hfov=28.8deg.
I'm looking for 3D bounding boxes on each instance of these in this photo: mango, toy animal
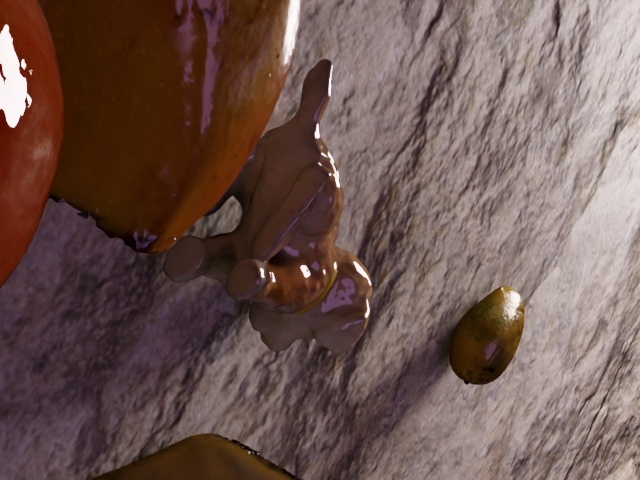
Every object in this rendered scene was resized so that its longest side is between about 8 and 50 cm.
[{"bbox_3d":[0.167,0.092,1.232,0.114,0.057,0.079,-57,141,-31],"label":"mango"},{"bbox_3d":[-0.001,-0.011,0.899,0.184,0.104,0.185,-61,141,-10],"label":"toy animal"},{"bbox_3d":[-0.091,-0.141,0.656,0.187,0.138,0.257,24,99,-21],"label":"mango"}]

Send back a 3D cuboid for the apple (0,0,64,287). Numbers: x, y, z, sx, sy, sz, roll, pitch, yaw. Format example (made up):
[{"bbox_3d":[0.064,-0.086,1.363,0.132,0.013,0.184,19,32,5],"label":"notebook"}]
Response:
[{"bbox_3d":[-0.218,-0.036,0.465,0.242,0.242,0.241,-65,168,-5],"label":"apple"}]

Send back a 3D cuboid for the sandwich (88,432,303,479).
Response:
[{"bbox_3d":[-0.068,0.237,0.834,0.186,0.220,0.108,-19,124,-49],"label":"sandwich"}]
